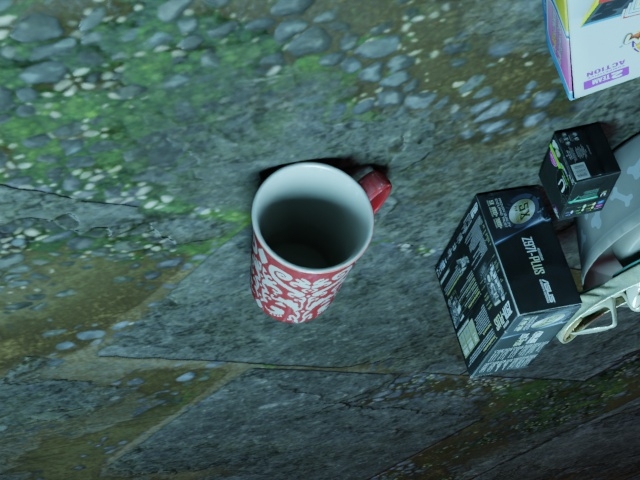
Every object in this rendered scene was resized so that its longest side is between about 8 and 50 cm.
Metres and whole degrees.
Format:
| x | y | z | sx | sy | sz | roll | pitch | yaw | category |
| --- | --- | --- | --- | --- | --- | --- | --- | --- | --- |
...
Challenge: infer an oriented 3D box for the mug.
| x | y | z | sx | sy | sz | roll | pitch | yaw | category |
| --- | --- | --- | --- | --- | --- | --- | --- | --- | --- |
| 0.000 | 0.009 | 1.145 | 0.150 | 0.113 | 0.169 | -8 | 157 | -12 | mug |

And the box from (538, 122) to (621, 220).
| x | y | z | sx | sy | sz | roll | pitch | yaw | category |
| --- | --- | --- | --- | --- | --- | --- | --- | --- | --- |
| 0.263 | -0.069 | 1.189 | 0.052 | 0.062 | 0.083 | -14 | 155 | -8 | box |

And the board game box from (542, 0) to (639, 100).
| x | y | z | sx | sy | sz | roll | pitch | yaw | category |
| --- | --- | --- | --- | --- | --- | --- | --- | --- | --- |
| 0.278 | -0.238 | 0.843 | 0.242 | 0.064 | 0.316 | -19 | 155 | 6 | board game box |

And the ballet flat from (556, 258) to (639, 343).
| x | y | z | sx | sy | sz | roll | pitch | yaw | category |
| --- | --- | --- | --- | --- | --- | --- | --- | --- | --- |
| 0.328 | 0.065 | 1.278 | 0.168 | 0.052 | 0.057 | -31 | 151 | 29 | ballet flat |

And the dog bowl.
| x | y | z | sx | sy | sz | roll | pitch | yaw | category |
| --- | --- | --- | --- | --- | --- | --- | --- | --- | --- |
| 0.444 | -0.046 | 1.298 | 0.349 | 0.102 | 0.348 | -13 | 156 | -6 | dog bowl |

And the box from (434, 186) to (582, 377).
| x | y | z | sx | sy | sz | roll | pitch | yaw | category |
| --- | --- | --- | --- | --- | --- | --- | --- | --- | --- |
| 0.204 | 0.049 | 1.299 | 0.078 | 0.147 | 0.180 | -8 | 153 | -15 | box |
